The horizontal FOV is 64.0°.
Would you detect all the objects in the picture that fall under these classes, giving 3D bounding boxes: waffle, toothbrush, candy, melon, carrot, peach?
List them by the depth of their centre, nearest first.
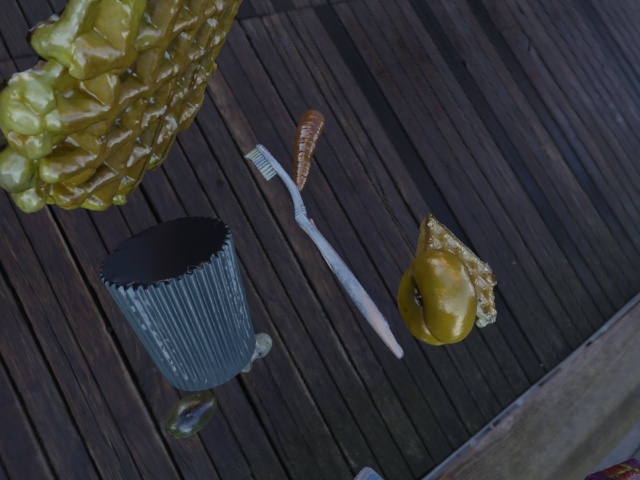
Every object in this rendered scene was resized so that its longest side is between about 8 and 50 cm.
[{"bbox_3d":[-0.136,-0.143,0.415,0.058,0.281,0.300,34,106,-6],"label":"waffle"},{"bbox_3d":[0.333,0.273,0.564,0.175,0.045,0.043,-5,97,-23],"label":"candy"},{"bbox_3d":[0.000,0.000,0.691,0.037,0.028,0.375,-36,66,-1],"label":"toothbrush"},{"bbox_3d":[-0.025,-0.153,0.861,0.048,0.048,0.216,23,46,-14],"label":"carrot"},{"bbox_3d":[0.208,0.104,0.924,0.103,0.179,0.179,-4,73,-18],"label":"peach"},{"bbox_3d":[-0.367,0.494,1.461,0.162,0.099,0.099,-34,86,-39],"label":"melon"},{"bbox_3d":[0.458,0.094,1.725,0.348,0.077,0.304,41,32,-12],"label":"waffle"}]

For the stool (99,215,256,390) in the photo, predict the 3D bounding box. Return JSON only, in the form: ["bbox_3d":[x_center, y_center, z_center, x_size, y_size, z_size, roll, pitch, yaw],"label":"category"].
[{"bbox_3d":[-0.314,0.153,1.222,0.297,0.297,0.330,-32,126,-29],"label":"stool"}]

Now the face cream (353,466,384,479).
[{"bbox_3d":[0.230,0.885,1.616,0.337,0.080,0.163,40,37,15],"label":"face cream"}]

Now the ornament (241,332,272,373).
[{"bbox_3d":[-0.203,0.345,1.606,0.074,0.081,0.156,65,26,-6],"label":"ornament"}]
